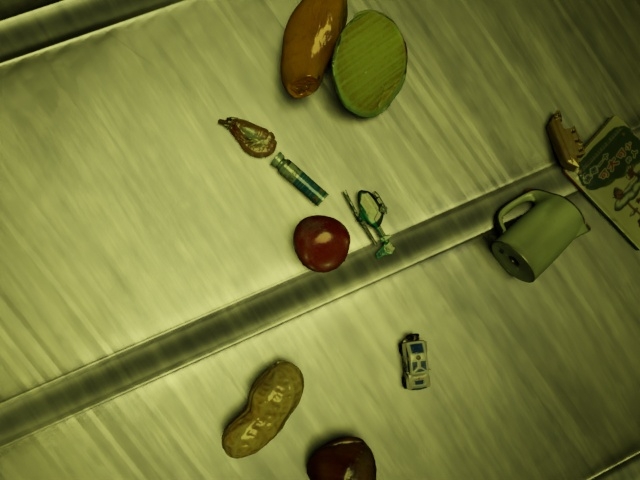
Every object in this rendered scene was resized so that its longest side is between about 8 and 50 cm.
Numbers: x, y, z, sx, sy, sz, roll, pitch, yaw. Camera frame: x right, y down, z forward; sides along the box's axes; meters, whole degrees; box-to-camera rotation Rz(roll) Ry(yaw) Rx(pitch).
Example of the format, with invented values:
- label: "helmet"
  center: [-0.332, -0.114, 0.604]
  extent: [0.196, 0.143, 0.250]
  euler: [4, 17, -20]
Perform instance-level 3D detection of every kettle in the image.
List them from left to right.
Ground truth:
- label: "kettle"
  center: [0.647, -0.033, 1.906]
  extent: [0.255, 0.165, 0.240]
  euler: [-42, 67, -9]

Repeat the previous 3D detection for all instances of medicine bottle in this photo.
- label: "medicine bottle"
  center: [-0.062, -0.179, 1.831]
  extent: [0.191, 0.051, 0.051]
  euler: [42, 82, -7]

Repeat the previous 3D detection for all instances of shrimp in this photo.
- label: "shrimp"
  center: [-0.212, -0.306, 1.812]
  extent: [0.184, 0.043, 0.091]
  euler: [32, 87, -9]

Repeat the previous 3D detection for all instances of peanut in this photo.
- label: "peanut"
  center: [-0.159, 0.477, 1.753]
  extent: [0.147, 0.147, 0.305]
  euler: [33, 86, -8]

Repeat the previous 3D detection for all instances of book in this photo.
- label: "book"
  center: [0.988, -0.185, 2.020]
  extent: [0.371, 0.043, 0.260]
  euler: [44, 83, -6]

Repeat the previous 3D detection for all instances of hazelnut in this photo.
- label: "hazelnut"
  center: [0.056, 0.657, 1.771]
  extent: [0.208, 0.208, 0.208]
  euler: [0, 88, -10]

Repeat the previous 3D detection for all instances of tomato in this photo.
- label: "tomato"
  center: [0.000, 0.000, 1.781]
  extent: [0.167, 0.167, 0.167]
  euler: [0, 88, -10]

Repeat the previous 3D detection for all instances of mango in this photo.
- label: "mango"
  center: [-0.026, -0.574, 1.784]
  extent: [0.144, 0.187, 0.359]
  euler: [26, 83, -42]

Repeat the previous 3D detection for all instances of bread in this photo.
- label: "bread"
  center: [0.138, -0.508, 1.809]
  extent: [0.301, 0.045, 0.301]
  euler: [-15, 114, -38]

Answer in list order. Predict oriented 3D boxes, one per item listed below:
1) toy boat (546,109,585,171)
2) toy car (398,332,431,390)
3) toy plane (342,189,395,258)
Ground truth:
- label: "toy boat"
  center: [0.772, -0.314, 1.965]
  extent: [0.077, 0.057, 0.200]
  euler: [-17, 77, 0]
- label: "toy car"
  center: [0.283, 0.362, 1.866]
  extent: [0.080, 0.070, 0.170]
  euler: [-5, 90, -9]
- label: "toy plane"
  center: [0.158, -0.065, 1.863]
  extent: [0.096, 0.060, 0.235]
  euler: [-30, 90, -2]
